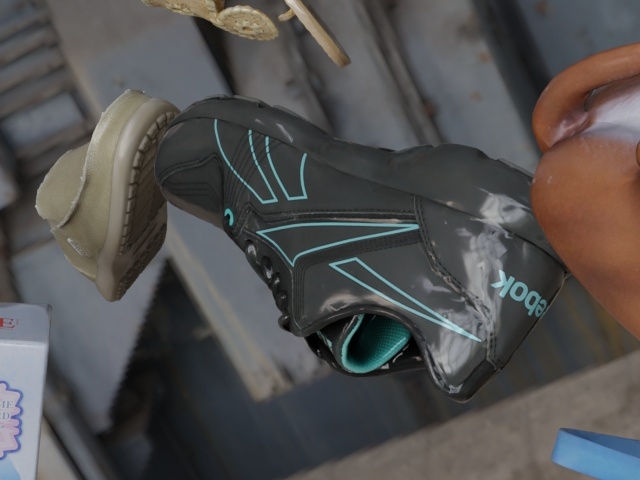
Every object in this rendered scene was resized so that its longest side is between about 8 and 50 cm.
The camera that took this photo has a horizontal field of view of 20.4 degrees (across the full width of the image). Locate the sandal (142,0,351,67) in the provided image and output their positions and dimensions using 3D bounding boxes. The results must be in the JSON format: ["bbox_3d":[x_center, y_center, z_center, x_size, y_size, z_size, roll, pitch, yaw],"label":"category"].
[{"bbox_3d":[-0.083,-0.177,1.072,0.079,0.240,0.088,-38,-5,6],"label":"sandal"}]

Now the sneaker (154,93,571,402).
[{"bbox_3d":[0.000,0.000,0.845,0.267,0.101,0.106,15,76,47],"label":"sneaker"}]

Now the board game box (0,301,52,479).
[{"bbox_3d":[-0.332,0.182,1.061,0.319,0.318,0.066,4,19,-9],"label":"board game box"}]

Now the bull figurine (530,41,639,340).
[{"bbox_3d":[0.195,0.046,0.484,0.101,0.310,0.188,-59,6,-16],"label":"bull figurine"}]

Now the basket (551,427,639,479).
[{"bbox_3d":[0.338,0.190,1.253,0.255,0.201,0.289,11,7,-41],"label":"basket"}]

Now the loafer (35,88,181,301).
[{"bbox_3d":[-0.166,-0.036,1.349,0.102,0.092,0.268,-56,-5,-28],"label":"loafer"}]
